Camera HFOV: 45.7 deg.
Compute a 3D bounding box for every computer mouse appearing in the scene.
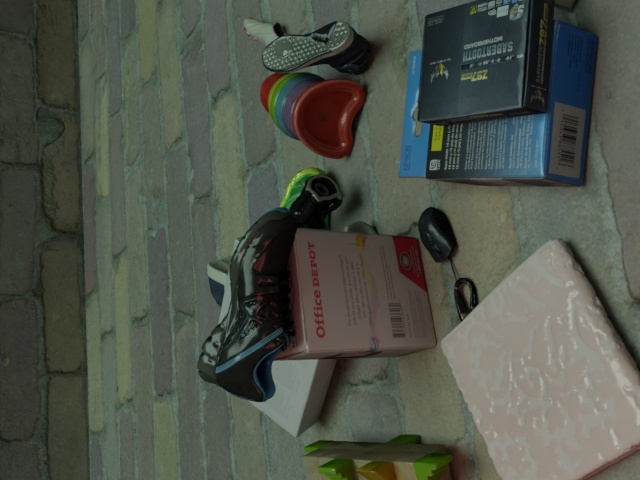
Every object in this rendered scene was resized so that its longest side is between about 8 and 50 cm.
[{"bbox_3d":[0.231,0.044,1.408,0.071,0.041,0.242,-47,51,42],"label":"computer mouse"}]

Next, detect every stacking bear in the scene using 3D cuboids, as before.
[{"bbox_3d":[-0.048,-0.317,1.759,0.289,0.164,0.176,39,119,55],"label":"stacking bear"}]

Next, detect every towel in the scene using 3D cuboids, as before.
[{"bbox_3d":[0.352,0.218,1.204,0.317,0.053,0.332,-53,46,40],"label":"towel"}]

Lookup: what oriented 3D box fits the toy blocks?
[{"bbox_3d":[0.120,0.523,1.430,0.381,0.190,0.261,-13,89,45],"label":"toy blocks"}]

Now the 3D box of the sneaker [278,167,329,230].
[{"bbox_3d":[-0.055,-0.026,1.773,0.123,0.109,0.296,54,130,45],"label":"sneaker"}]

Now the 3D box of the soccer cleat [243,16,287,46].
[{"bbox_3d":[-0.136,-0.545,1.986,0.196,0.068,0.076,50,122,37],"label":"soccer cleat"}]

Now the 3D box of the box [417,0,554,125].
[{"bbox_3d":[0.254,-0.283,1.199,0.232,0.059,0.184,5,91,55],"label":"box"}]

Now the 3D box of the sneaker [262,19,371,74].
[{"bbox_3d":[0.001,-0.401,1.661,0.226,0.163,0.086,-7,84,29],"label":"sneaker"}]

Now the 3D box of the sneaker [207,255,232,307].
[{"bbox_3d":[-0.168,0.161,1.928,0.350,0.131,0.148,29,128,51],"label":"sneaker"}]

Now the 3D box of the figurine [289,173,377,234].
[{"bbox_3d":[0.000,0.000,1.653,0.215,0.092,0.209,51,132,9],"label":"figurine"}]

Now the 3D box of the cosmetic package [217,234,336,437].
[{"bbox_3d":[-0.095,0.207,1.696,0.284,0.097,0.378,30,122,25],"label":"cosmetic package"}]

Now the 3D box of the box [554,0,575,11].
[{"bbox_3d":[0.313,-0.515,1.266,0.311,0.121,0.148,51,128,45],"label":"box"}]

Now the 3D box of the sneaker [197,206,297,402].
[{"bbox_3d":[-0.090,0.112,1.293,0.139,0.125,0.341,26,107,24],"label":"sneaker"}]

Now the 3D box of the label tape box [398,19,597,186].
[{"bbox_3d":[0.289,-0.217,1.288,0.333,0.105,0.241,7,92,56],"label":"label tape box"}]

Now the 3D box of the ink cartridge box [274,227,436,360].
[{"bbox_3d":[0.052,0.106,1.428,0.131,0.306,0.226,-27,64,51],"label":"ink cartridge box"}]
